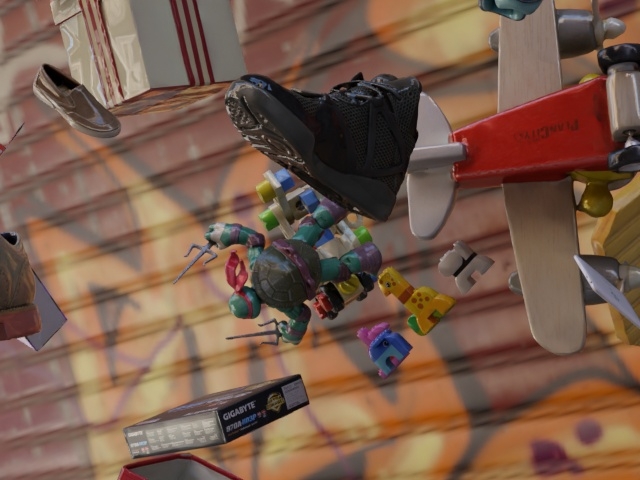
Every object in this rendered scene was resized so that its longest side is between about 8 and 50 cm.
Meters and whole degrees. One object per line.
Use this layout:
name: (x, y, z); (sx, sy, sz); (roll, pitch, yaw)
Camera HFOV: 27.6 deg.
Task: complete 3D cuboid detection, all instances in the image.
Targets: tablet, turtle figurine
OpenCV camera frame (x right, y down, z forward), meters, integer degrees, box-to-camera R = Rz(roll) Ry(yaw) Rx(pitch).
tablet: (0.270, 0.048, 1.217); (0.006, 0.083, 0.054); (-43, 35, 18)
turtle figurine: (-0.044, 0.043, 1.532); (0.234, 0.175, 0.118); (-31, 14, -28)

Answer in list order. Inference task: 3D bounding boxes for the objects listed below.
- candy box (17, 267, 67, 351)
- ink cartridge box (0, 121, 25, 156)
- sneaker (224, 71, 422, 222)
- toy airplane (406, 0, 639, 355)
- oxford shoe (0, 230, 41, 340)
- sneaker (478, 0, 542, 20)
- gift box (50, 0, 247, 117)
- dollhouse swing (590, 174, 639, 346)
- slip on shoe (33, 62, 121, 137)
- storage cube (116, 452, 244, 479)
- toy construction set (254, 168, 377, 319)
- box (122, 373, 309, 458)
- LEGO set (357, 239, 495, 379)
candy box: (-0.483, 0.055, 1.899); (0.196, 0.165, 0.070); (25, 62, 37)
ink cartridge box: (-0.329, -0.070, 1.238); (0.063, 0.029, 0.115); (-38, 19, 49)
sneaker: (0.010, -0.116, 1.167); (0.087, 0.130, 0.227); (18, -9, 46)
toy airplane: (0.288, -0.107, 1.611); (0.272, 0.384, 0.386); (10, -64, -50)
oxford shoe: (-0.435, 0.045, 1.457); (0.140, 0.147, 0.397); (-4, -3, 7)
sneaker: (0.194, -0.304, 1.407); (0.110, 0.122, 0.283); (8, 14, 0)
gift box: (-0.317, -0.358, 2.253); (0.276, 0.258, 0.255); (-13, -1, 42)
dollhouse swing: (0.609, 0.012, 1.839); (0.315, 0.347, 0.305); (19, 57, 39)
slip on shoe: (-0.312, -0.180, 1.673); (0.051, 0.135, 0.041); (-37, -23, -44)
storage cube: (-0.145, 0.368, 1.459); (0.183, 0.193, 0.215); (23, 4, 17)
toy construction set: (0.000, 0.000, 1.957); (0.151, 0.215, 0.327); (-34, -6, 6)
box: (-0.151, 0.255, 1.882); (0.220, 0.051, 0.175); (-17, 1, 44)
LEGO set: (0.108, 0.083, 1.676); (0.227, 0.093, 0.087); (-50, -9, 26)
